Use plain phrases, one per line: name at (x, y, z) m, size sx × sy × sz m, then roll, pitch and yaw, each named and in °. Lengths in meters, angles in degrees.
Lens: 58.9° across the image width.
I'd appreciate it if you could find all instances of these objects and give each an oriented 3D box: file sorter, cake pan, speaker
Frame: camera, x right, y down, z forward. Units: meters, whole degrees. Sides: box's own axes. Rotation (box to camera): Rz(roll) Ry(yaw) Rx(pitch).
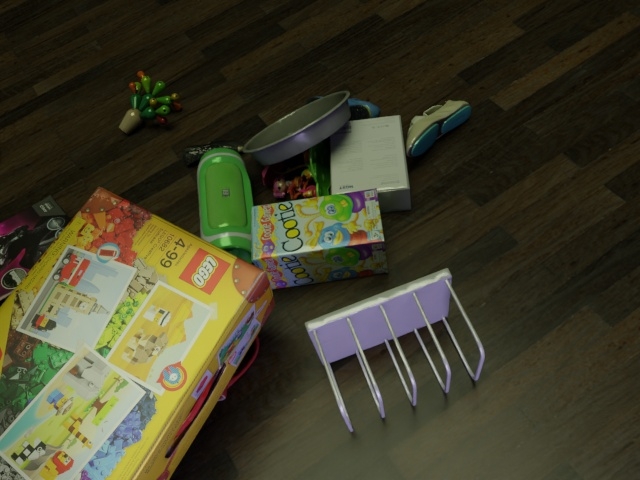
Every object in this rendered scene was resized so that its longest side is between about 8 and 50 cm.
file sorter at (0.142, 0.211, 1.054) m, size 0.278 × 0.192 × 0.173 m, roll -21°, pitch 59°, yaw -3°
cake pan at (-0.050, -0.268, 1.373) m, size 0.293 × 0.054 × 0.293 m, roll -26°, pitch 20°, yaw 10°
speaker at (-0.224, -0.076, 1.347) m, size 0.131 × 0.131 × 0.296 m, roll -13°, pitch 56°, yaw 2°

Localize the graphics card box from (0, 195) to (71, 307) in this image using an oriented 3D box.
graphics card box at (-0.741, 0.073, 1.343) m, size 0.371 × 0.094 × 0.233 m, roll -35°, pitch 57°, yaw -23°

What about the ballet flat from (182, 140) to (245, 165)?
ballet flat at (-0.283, -0.237, 1.518) m, size 0.173 × 0.049 × 0.057 m, roll -8°, pitch 24°, yaw 1°

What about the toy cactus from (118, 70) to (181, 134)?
toy cactus at (-0.503, -0.381, 1.627) m, size 0.219 × 0.112 × 0.180 m, roll 41°, pitch 92°, yaw 27°

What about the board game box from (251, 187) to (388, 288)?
board game box at (0.000, 0.000, 1.243) m, size 0.276 × 0.144 × 0.142 m, roll -8°, pitch 57°, yaw 6°

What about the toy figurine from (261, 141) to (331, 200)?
toy figurine at (-0.067, -0.152, 1.395) m, size 0.159 × 0.130 × 0.173 m, roll -8°, pitch 80°, yaw 22°

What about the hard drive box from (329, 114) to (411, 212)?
hard drive box at (0.116, -0.181, 1.370) m, size 0.181 × 0.089 × 0.232 m, roll -5°, pitch 56°, yaw 8°

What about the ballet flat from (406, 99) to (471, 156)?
ballet flat at (0.271, -0.284, 1.398) m, size 0.248 × 0.086 × 0.086 m, roll -34°, pitch 56°, yaw -31°

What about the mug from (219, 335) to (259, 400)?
mug at (-0.212, 0.233, 1.156) m, size 0.150 × 0.113 × 0.169 m, roll -3°, pitch 61°, yaw 11°

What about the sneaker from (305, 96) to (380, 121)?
sneaker at (0.060, -0.346, 1.512) m, size 0.209 × 0.069 × 0.082 m, roll 15°, pitch 28°, yaw 29°

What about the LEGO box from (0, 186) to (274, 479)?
LEGO box at (-0.371, 0.212, 1.010) m, size 0.373 × 0.193 × 0.500 m, roll 26°, pitch 68°, yaw 12°
